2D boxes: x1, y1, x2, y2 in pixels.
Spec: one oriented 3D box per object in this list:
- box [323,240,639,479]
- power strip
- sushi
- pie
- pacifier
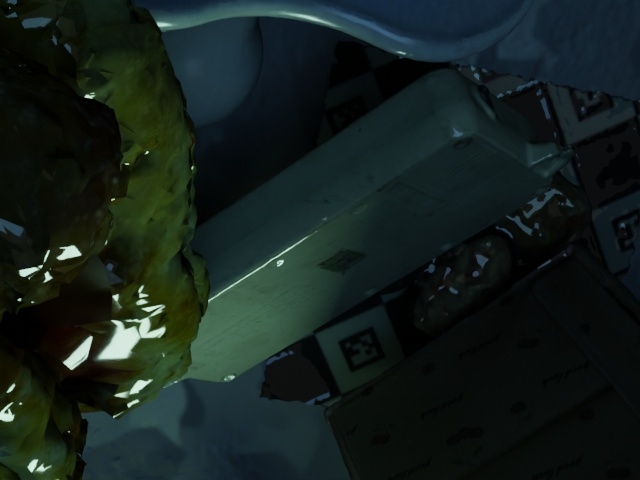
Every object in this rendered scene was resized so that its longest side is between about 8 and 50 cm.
[{"bbox_3d":[0.171,0.196,0.694,0.190,0.225,0.297,-33,121,2],"label":"box"},{"bbox_3d":[0.000,0.000,0.649,0.270,0.046,0.118,-32,153,23],"label":"power strip"},{"bbox_3d":[0.094,0.015,0.738,0.219,0.047,0.231,9,107,-12],"label":"sushi"},{"bbox_3d":[-0.255,-0.034,0.514,0.418,0.180,0.395,23,149,7],"label":"pie"},{"bbox_3d":[-0.050,-0.154,0.603,0.299,0.244,0.233,4,139,-24],"label":"pacifier"}]
